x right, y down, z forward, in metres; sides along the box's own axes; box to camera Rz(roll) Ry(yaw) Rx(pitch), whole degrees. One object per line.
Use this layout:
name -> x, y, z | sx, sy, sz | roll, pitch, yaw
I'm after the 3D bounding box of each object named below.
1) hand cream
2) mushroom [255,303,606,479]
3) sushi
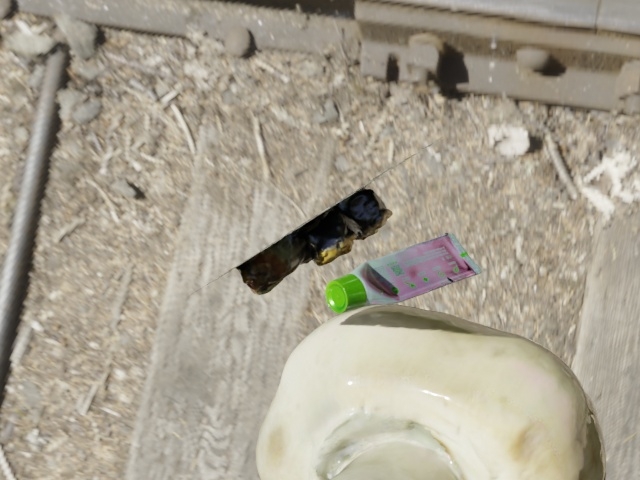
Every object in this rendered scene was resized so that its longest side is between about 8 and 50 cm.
hand cream -> 0.125, 0.049, 1.751 | 0.275, 0.050, 0.079 | -16, 87, -38
mushroom -> 0.107, 0.217, 1.162 | 0.325, 0.353, 0.353 | -42, 72, -3
sushi -> 0.000, 0.000, 0.965 | 0.210, 0.192, 0.040 | -33, 92, -17
